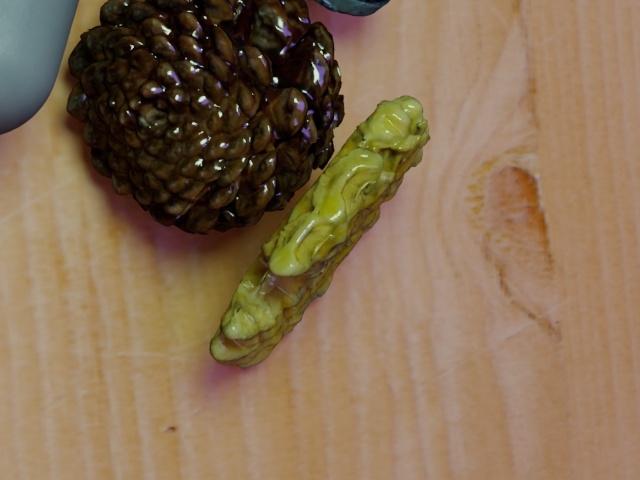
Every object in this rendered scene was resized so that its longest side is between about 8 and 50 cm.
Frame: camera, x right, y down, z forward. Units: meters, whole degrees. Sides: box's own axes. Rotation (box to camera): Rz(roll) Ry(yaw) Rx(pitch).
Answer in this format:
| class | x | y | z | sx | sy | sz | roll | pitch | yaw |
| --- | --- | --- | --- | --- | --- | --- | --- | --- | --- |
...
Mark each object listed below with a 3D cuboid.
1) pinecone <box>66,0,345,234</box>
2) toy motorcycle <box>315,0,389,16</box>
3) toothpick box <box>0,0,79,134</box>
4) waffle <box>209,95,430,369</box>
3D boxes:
| class | x | y | z | sx | sy | sz | roll | pitch | yaw |
| --- | --- | --- | --- | --- | --- | --- | --- | --- | --- |
| pinecone | -0.081 | -0.114 | 1.411 | 0.221 | 0.221 | 0.221 | 0 | 90 | -35 |
| toy motorcycle | -0.028 | -0.307 | 1.489 | 0.260 | 0.154 | 0.206 | 34 | 48 | -26 |
| toothpick box | -0.271 | -0.220 | 1.264 | 0.263 | 0.263 | 0.354 | 19 | 80 | -34 |
| waffle | -0.002 | -0.001 | 1.449 | 0.056 | 0.250 | 0.261 | 36 | 78 | 4 |
